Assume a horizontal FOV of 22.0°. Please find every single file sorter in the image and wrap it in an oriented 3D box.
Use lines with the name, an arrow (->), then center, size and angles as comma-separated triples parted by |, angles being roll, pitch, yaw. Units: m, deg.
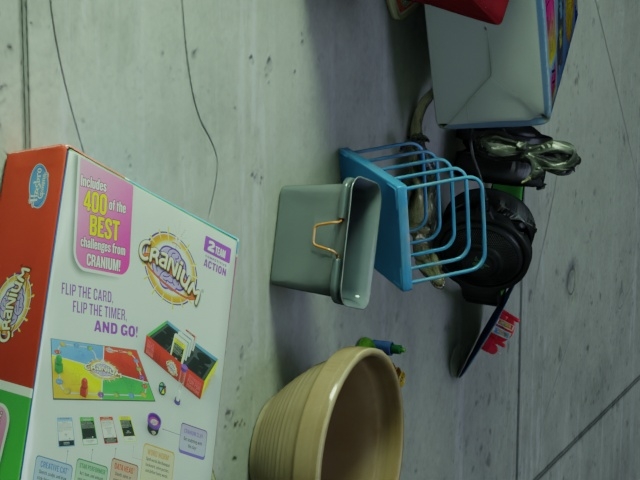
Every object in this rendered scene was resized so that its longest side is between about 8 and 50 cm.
file sorter -> 0.101, -0.033, 1.821 | 0.170, 0.104, 0.118 | -141, -136, -63

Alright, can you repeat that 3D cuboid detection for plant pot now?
plant pot -> -0.002, 0.225, 1.734 | 0.237, 0.110, 0.237 | 5, 90, -67

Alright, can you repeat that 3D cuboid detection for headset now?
headset -> 0.255, -0.054, 2.177 | 0.394, 0.185, 0.243 | 64, 36, -68

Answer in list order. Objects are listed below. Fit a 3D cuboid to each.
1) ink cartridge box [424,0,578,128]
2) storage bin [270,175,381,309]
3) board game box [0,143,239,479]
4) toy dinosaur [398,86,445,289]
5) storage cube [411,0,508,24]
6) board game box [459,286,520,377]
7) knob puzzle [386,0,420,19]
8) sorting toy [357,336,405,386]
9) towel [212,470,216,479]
ink cartridge box -> 0.237, -0.350, 2.084 | 0.395, 0.151, 0.270 | -68, 155, -56
storage bin -> 0.000, 0.000, 1.722 | 0.098, 0.091, 0.135 | 15, 79, -66
board game box -> -0.170, 0.114, 1.303 | 0.242, 0.064, 0.316 | 31, 59, -53
toy dinosaur -> 0.119, -0.076, 2.027 | 0.118, 0.064, 0.268 | 18, 73, -69
storage cube -> 0.117, -0.364, 1.770 | 0.193, 0.184, 0.215 | 27, 81, -65
board game box -> 0.249, 0.128, 2.301 | 0.168, 0.033, 0.133 | -55, 175, -49
knob puzzle -> 0.112, -0.360, 1.987 | 0.213, 0.030, 0.213 | 5, 90, -67
sorting toy -> 0.077, 0.150, 1.985 | 0.102, 0.042, 0.061 | 54, 46, -56
towel -> -0.163, 0.257, 1.463 | 0.271, 0.040, 0.370 | -58, 144, -45
